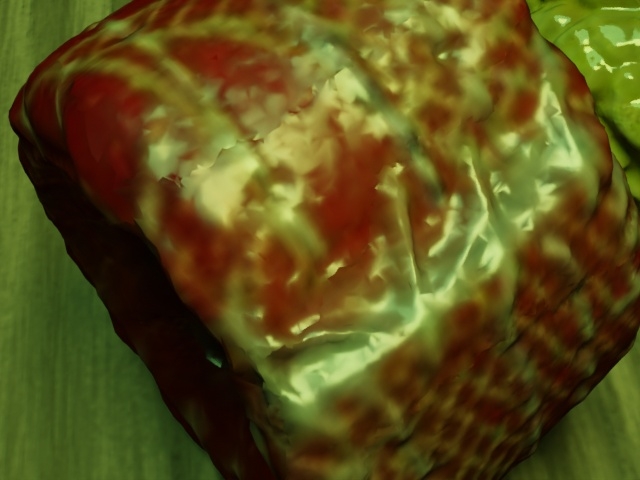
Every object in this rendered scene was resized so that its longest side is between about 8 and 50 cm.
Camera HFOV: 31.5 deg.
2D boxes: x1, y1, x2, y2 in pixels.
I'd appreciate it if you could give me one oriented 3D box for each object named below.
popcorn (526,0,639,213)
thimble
[{"bbox_3d":[0.227,-0.105,0.744,0.226,0.200,0.203,19,66,22],"label":"popcorn"},{"bbox_3d":[0.000,0.000,0.632,0.230,0.350,0.350,-36,55,-16],"label":"thimble"}]
